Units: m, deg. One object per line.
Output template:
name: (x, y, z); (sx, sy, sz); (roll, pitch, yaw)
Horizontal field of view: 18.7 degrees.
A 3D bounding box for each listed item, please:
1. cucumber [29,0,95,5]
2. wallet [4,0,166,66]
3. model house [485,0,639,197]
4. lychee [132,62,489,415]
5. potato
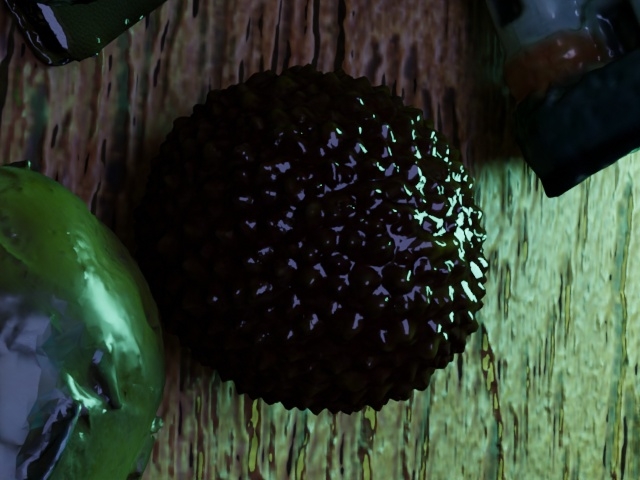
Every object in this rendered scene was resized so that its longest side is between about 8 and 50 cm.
cucumber: (-0.216, -0.146, 0.863); (0.294, 0.067, 0.067); (4, 83, -31)
wallet: (-0.092, -0.181, 1.002); (0.198, 0.031, 0.110); (-42, 111, -33)
model house: (0.196, -0.203, 1.119); (0.184, 0.253, 0.291); (-9, 74, -51)
lychee: (0.000, 0.000, 0.969); (0.188, 0.188, 0.188); (4, 83, -38)
potato: (-0.157, 0.089, 0.854); (0.169, 0.143, 0.248); (32, 67, -20)
